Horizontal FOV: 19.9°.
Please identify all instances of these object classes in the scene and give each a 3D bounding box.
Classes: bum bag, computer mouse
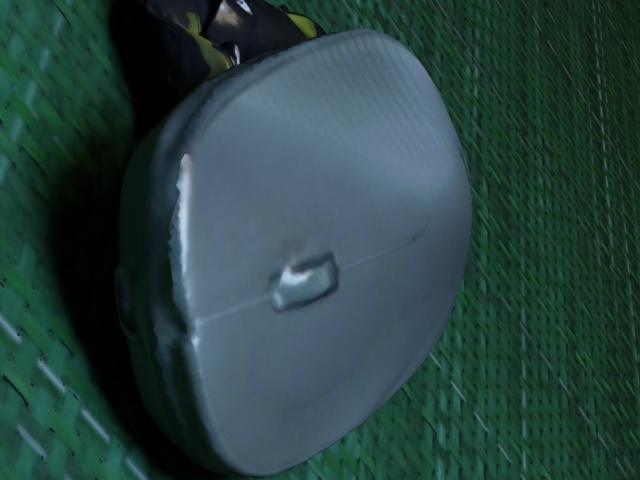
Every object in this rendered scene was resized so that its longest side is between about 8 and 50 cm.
[{"bbox_3d":[-0.032,-0.093,1.011,0.232,0.060,0.107,21,58,-66],"label":"bum bag"},{"bbox_3d":[0.006,0.000,0.902,0.331,0.095,0.197,-32,116,-64],"label":"computer mouse"}]
